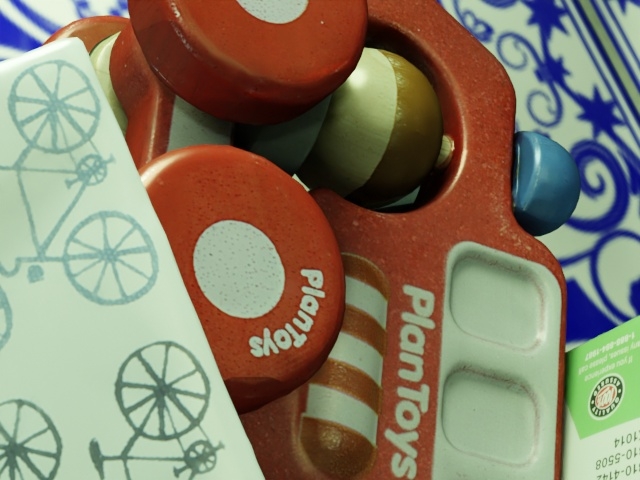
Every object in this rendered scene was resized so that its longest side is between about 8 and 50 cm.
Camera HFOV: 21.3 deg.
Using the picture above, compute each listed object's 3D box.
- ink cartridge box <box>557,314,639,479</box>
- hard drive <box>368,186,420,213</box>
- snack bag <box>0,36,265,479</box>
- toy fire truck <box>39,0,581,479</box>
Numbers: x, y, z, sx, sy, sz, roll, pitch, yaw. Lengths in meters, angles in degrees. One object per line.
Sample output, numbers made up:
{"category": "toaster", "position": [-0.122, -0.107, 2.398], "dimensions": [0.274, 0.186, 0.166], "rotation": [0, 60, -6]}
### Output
{"category": "ink cartridge box", "position": [0.134, 0.163, 0.759], "dimensions": [0.093, 0.160, 0.219], "rotation": [20, 60, -22]}
{"category": "hard drive", "position": [0.023, -0.077, 0.879], "dimensions": [0.094, 0.022, 0.135], "rotation": [-9, 75, -34]}
{"category": "snack bag", "position": [-0.177, 0.132, 0.528], "dimensions": [0.343, 0.037, 0.323], "rotation": [-20, 80, -11]}
{"category": "toy fire truck", "position": [0.000, 0.000, 0.743], "dimensions": [0.254, 0.169, 0.302], "rotation": [20, 61, -25]}
